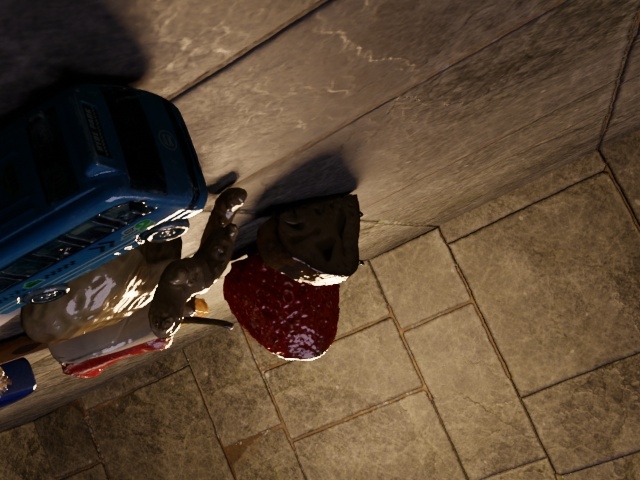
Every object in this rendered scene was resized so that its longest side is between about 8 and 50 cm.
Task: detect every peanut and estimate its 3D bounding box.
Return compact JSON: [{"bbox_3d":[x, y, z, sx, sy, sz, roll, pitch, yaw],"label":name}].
[{"bbox_3d":[-0.274,0.046,0.873,0.197,0.110,0.233,-44,167,16],"label":"peanut"}]

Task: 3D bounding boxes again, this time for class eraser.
[{"bbox_3d":[-0.746,0.316,1.326,0.155,0.101,0.332,-27,170,27],"label":"eraser"}]

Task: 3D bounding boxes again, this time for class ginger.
[{"bbox_3d":[-0.162,0.046,0.894,0.258,0.065,0.149,-71,-177,-48],"label":"ginger"}]

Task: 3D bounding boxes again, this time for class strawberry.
[{"bbox_3d":[-0.064,0.130,1.476,0.257,0.276,0.257,-27,170,-5],"label":"strawberry"}]

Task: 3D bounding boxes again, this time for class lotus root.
[{"bbox_3d":[0.000,0.000,1.244,0.261,0.170,0.074,-8,159,-47],"label":"lotus root"}]

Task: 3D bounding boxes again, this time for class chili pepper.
[{"bbox_3d":[-0.353,0.159,1.323,0.338,0.131,0.134,-23,158,18],"label":"chili pepper"}]

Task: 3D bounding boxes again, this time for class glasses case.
[{"bbox_3d":[-0.599,0.211,1.289,0.170,0.041,0.065,-18,-179,-38],"label":"glasses case"}]

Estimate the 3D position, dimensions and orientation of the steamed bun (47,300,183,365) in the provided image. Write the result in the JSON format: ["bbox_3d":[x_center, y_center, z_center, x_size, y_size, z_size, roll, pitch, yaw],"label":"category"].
[{"bbox_3d":[-0.329,0.110,1.085,0.228,0.130,0.177,-18,180,-44],"label":"steamed bun"}]

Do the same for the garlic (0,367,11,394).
[{"bbox_3d":[-0.613,0.308,1.160,0.207,0.256,0.207,-25,-173,3],"label":"garlic"}]

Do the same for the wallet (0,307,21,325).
[{"bbox_3d":[-0.455,0.092,0.964,0.190,0.033,0.095,-28,169,23],"label":"wallet"}]

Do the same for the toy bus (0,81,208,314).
[{"bbox_3d":[-0.226,-0.029,0.557,0.246,0.113,0.134,-25,166,19],"label":"toy bus"}]

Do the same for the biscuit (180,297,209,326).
[{"bbox_3d":[-0.447,0.212,1.660,0.312,0.057,0.351,-28,169,30],"label":"biscuit"}]
